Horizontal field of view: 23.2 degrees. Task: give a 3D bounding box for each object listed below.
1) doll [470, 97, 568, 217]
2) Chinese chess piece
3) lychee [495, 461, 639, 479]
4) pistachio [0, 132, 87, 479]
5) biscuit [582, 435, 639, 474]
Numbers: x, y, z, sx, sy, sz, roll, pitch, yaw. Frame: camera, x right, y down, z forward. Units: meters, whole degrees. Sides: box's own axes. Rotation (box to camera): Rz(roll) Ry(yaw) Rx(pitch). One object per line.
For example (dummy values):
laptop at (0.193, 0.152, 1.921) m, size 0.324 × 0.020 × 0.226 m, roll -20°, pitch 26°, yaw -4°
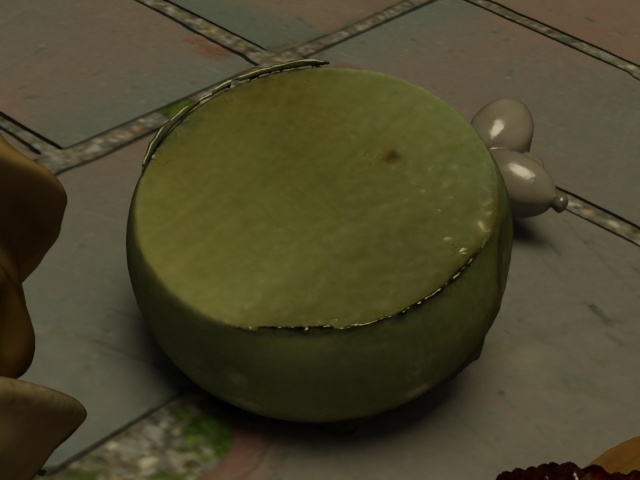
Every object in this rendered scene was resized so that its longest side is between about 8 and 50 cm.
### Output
doll at (0.058, -0.047, 0.906) m, size 0.160 × 0.059 × 0.161 m, roll -21°, pitch 43°, yaw -36°
Chinese chess piece at (0.000, 0.000, 0.760) m, size 0.188 × 0.083 × 0.188 m, roll -3°, pitch 50°, yaw 4°
lychee at (0.099, 0.141, 0.575) m, size 0.123 × 0.123 × 0.129 m, roll 22°, pitch 32°, yaw 19°
pistachio at (-0.244, 0.048, 0.538) m, size 0.321 × 0.238 × 0.229 m, roll -11°, pitch 74°, yaw 2°
biscuit at (0.201, 0.134, 0.692) m, size 0.221 × 0.029 × 0.142 m, roll 1°, pitch 34°, yaw -13°
